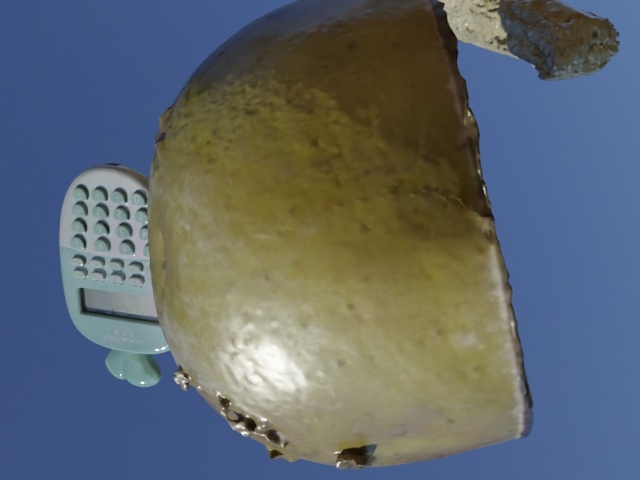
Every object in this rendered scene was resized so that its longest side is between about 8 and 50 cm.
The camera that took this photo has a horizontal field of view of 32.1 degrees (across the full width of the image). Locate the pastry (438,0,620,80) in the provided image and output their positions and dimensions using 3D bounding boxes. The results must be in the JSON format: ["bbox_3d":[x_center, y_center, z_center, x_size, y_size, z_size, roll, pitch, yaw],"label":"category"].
[{"bbox_3d":[0.235,-0.257,1.327,0.121,0.258,0.089,2,-65,-37],"label":"pastry"}]

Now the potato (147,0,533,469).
[{"bbox_3d":[0.000,0.000,1.047,0.385,0.319,0.442,-84,-16,-86],"label":"potato"}]

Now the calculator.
[{"bbox_3d":[-0.246,0.046,1.403,0.042,0.184,0.295,-37,-51,-59],"label":"calculator"}]
